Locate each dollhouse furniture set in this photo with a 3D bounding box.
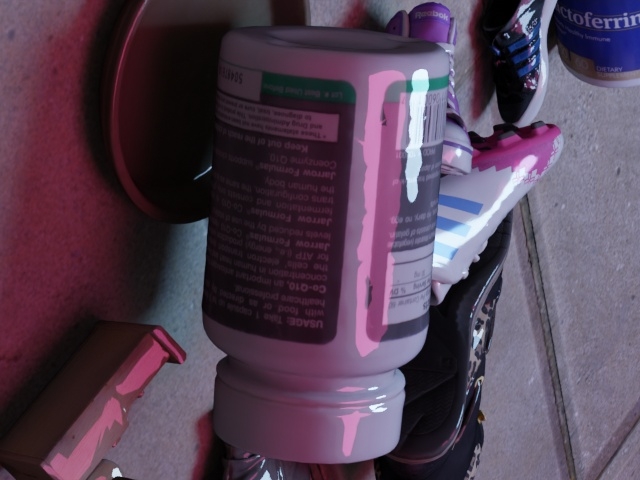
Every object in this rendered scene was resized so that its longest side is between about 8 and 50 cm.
[{"bbox_3d":[-0.145,0.212,1.739,0.242,0.212,0.161,50,64,-25],"label":"dollhouse furniture set"}]

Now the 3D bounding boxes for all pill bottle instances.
[{"bbox_3d":[0.000,0.000,1.720,0.204,0.204,0.361,-12,111,-54],"label":"pill bottle"},{"bbox_3d":[0.331,-0.315,2.198,0.153,0.153,0.265,-48,142,-30],"label":"pill bottle"}]

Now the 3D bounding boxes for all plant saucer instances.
[{"bbox_3d":[-0.106,-0.151,1.739,0.278,0.041,0.278,-33,133,-44],"label":"plant saucer"}]

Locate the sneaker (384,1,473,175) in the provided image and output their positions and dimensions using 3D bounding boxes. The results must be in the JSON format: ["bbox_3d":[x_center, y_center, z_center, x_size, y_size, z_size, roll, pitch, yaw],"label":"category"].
[{"bbox_3d":[0.093,-0.152,1.898,0.282,0.102,0.161,-128,-132,-77],"label":"sneaker"}]

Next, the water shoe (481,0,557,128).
[{"bbox_3d":[0.208,-0.224,2.164,0.080,0.073,0.203,-4,109,-33],"label":"water shoe"}]

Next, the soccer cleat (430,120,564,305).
[{"bbox_3d":[0.130,-0.019,2.030,0.331,0.116,0.143,-25,103,-31],"label":"soccer cleat"}]

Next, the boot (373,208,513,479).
[{"bbox_3d":[0.131,0.122,2.161,0.284,0.138,0.377,84,15,-58],"label":"boot"}]

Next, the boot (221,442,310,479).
[{"bbox_3d":[-0.090,0.241,1.975,0.246,0.083,0.161,-34,128,-51],"label":"boot"}]
